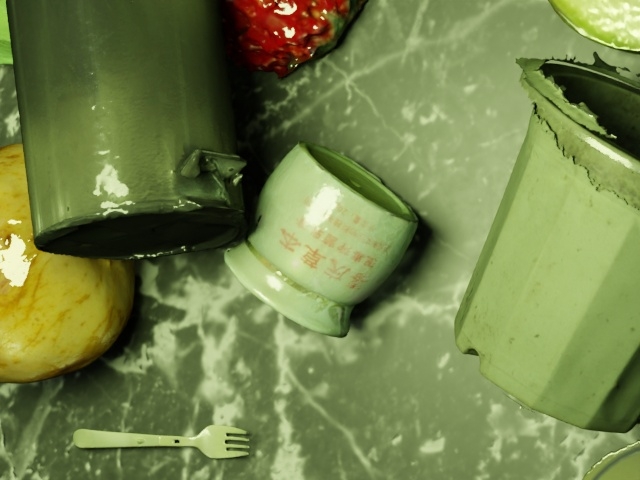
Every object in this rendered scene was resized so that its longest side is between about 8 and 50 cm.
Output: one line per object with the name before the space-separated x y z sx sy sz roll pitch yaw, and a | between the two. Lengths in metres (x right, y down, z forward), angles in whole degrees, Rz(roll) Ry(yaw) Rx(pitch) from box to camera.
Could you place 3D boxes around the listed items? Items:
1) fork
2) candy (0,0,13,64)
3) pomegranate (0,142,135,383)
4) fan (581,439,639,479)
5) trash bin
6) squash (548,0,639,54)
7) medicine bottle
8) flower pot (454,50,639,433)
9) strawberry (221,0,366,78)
fork | -0.163 0.207 1.654 0.219 0.028 0.034 -3 93 27
candy | -0.397 -0.260 1.732 0.343 0.142 0.132 2 132 22
pomegranate | -0.292 0.021 1.613 0.248 0.248 0.248 -2 86 23
fan | 0.345 0.310 1.431 0.335 0.011 0.230 25 96 24
trash bin | -0.182 -0.141 1.486 0.252 0.203 0.302 -22 71 45
squash | 0.314 -0.292 1.466 0.252 0.049 0.252 -2 85 25
medicine bottle | 0.000 0.000 1.525 0.147 0.147 0.143 38 103 21
flower pot | 0.252 0.009 1.377 0.290 0.290 0.259 32 112 22
strawberry | -0.074 -0.276 1.595 0.236 0.111 0.190 41 105 21
